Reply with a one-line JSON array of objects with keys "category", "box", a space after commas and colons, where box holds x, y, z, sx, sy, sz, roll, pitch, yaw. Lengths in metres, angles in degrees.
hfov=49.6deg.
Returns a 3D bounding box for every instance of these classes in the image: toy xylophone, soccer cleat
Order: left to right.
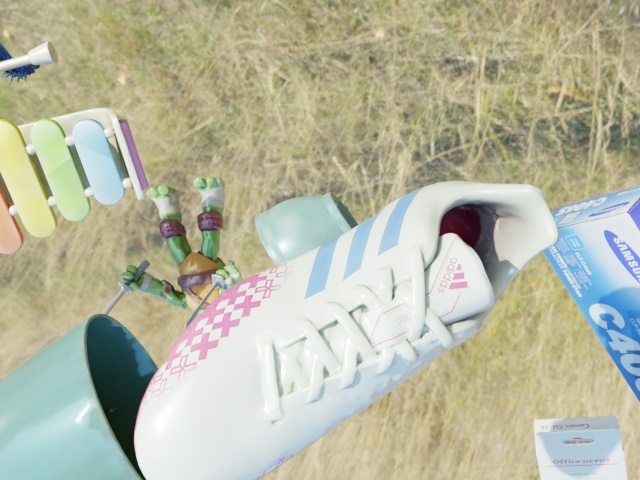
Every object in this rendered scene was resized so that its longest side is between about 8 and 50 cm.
[{"category": "toy xylophone", "box": [-0.396, -0.108, 0.888, 0.322, 0.081, 0.236, -21, 116, 3]}, {"category": "soccer cleat", "box": [0.026, 0.050, 0.466, 0.116, 0.331, 0.143, 60, 153, -12]}]

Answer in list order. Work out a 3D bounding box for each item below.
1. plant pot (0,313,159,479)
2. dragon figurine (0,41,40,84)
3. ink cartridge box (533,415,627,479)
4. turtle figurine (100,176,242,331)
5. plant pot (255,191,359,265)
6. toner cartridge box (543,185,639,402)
[{"category": "plant pot", "box": [-0.332, 0.282, 0.921, 0.293, 0.235, 0.293, 61, 179, 2]}, {"category": "dragon figurine", "box": [-0.627, -0.324, 1.223, 0.085, 0.289, 0.144, -16, 106, 29]}, {"category": "ink cartridge box", "box": [0.368, 0.314, 0.981, 0.115, 0.067, 0.198, -8, 123, 17]}, {"category": "turtle figurine", "box": [-0.227, 0.033, 1.129, 0.274, 0.267, 0.197, 2, 167, -40]}, {"category": "plant pot", "box": [0.000, 0.000, 1.766, 0.196, 0.293, 0.293, -36, 127, 9]}, {"category": "toner cartridge box", "box": [0.448, 0.100, 0.928, 0.348, 0.075, 0.165, 55, 153, -7]}]
